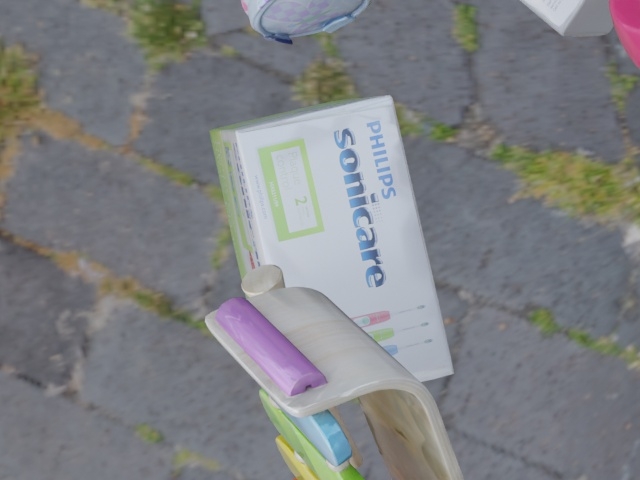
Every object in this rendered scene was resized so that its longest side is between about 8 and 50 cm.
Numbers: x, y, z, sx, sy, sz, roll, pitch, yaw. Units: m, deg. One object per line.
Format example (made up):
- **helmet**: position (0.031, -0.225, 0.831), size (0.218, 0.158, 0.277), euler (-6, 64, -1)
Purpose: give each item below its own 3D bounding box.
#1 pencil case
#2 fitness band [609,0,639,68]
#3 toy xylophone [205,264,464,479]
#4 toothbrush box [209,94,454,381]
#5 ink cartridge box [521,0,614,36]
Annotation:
- **pencil case**: position (-0.035, -0.322, 1.547), size (0.113, 0.124, 0.273), euler (-30, 70, 41)
- **fitness band**: position (0.325, -0.214, 1.205), size (0.209, 0.291, 0.054), euler (-5, 127, 41)
- **toy xylophone**: position (0.020, 0.150, 1.062), size (0.081, 0.236, 0.323), euler (-32, 120, -14)
- **toothbrush box**: position (0.000, 0.000, 1.313), size (0.122, 0.283, 0.206), euler (-13, 96, -8)
- **ink cartridge box**: position (0.191, -0.303, 1.449), size (0.219, 0.092, 0.160), euler (45, 119, 23)
